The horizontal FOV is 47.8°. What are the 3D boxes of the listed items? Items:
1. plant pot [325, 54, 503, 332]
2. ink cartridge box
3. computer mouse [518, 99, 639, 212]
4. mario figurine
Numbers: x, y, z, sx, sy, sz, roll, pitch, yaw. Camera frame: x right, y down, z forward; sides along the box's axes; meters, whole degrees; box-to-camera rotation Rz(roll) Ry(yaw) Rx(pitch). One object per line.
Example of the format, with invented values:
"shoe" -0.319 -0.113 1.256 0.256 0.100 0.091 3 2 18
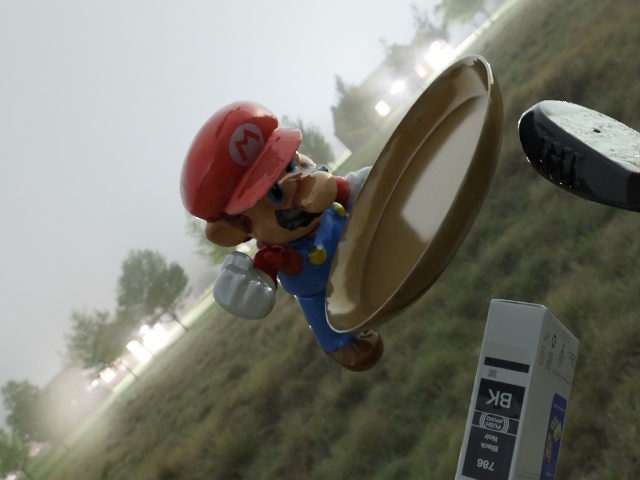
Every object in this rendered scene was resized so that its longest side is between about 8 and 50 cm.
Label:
"plant pot" 0.073 -0.031 0.566 0.236 0.032 0.236 -59 13 22
"ink cartridge box" 0.190 0.240 0.730 0.065 0.165 0.333 5 73 32
"computer mouse" 0.208 -0.012 0.418 0.071 0.242 0.041 -10 -49 -34
"mario figurine" 0.000 0.000 0.675 0.170 0.320 0.198 -28 44 13
